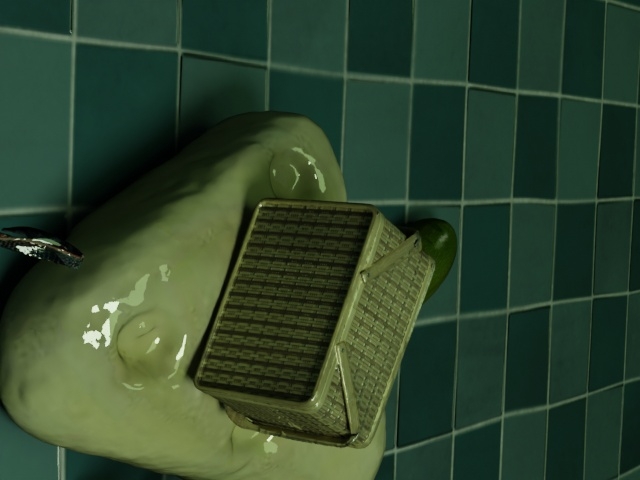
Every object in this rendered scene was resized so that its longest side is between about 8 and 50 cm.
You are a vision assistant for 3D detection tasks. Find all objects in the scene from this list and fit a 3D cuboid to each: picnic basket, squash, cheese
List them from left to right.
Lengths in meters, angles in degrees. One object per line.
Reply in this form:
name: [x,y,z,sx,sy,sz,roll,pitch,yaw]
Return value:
cheese: [-0.092,0.108,1.164,0.328,0.129,0.351,-29,118,-47]
picnic basket: [-0.004,0.055,1.068,0.079,0.115,0.164,40,63,-48]
squash: [0.069,0.043,1.462,0.258,0.069,0.069,-43,128,-48]

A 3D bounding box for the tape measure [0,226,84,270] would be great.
tape measure: [-0.210,0.037,0.726,0.104,0.179,0.107,-28,121,-71]
